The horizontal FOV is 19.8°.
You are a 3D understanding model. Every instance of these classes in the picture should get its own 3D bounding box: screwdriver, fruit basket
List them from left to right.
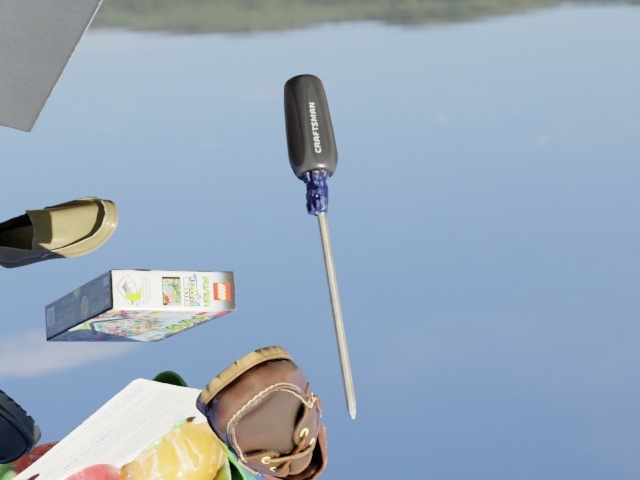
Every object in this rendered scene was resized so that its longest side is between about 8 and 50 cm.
[{"bbox_3d":[-0.225,0.234,1.781,0.327,0.165,0.353,-39,155,12],"label":"fruit basket"},{"bbox_3d":[0.000,0.000,0.838,0.025,0.169,0.024,18,147,-40],"label":"screwdriver"}]

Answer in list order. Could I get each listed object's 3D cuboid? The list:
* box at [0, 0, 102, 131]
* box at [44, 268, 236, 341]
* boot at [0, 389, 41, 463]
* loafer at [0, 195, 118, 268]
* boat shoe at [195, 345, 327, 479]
[{"bbox_3d":[-0.250,-0.295,1.347,0.183,0.296,0.294,11,-135,-27],"label":"box"},{"bbox_3d":[-0.166,0.060,1.646,0.114,0.036,0.207,2,169,-24],"label":"box"},{"bbox_3d":[-0.364,0.182,1.500,0.094,0.207,0.246,8,152,42],"label":"boot"},{"bbox_3d":[-0.280,-0.008,1.899,0.148,0.056,0.050,-20,159,13],"label":"loafer"},{"bbox_3d":[-0.029,0.124,1.240,0.073,0.073,0.207,-35,165,1],"label":"boat shoe"}]
